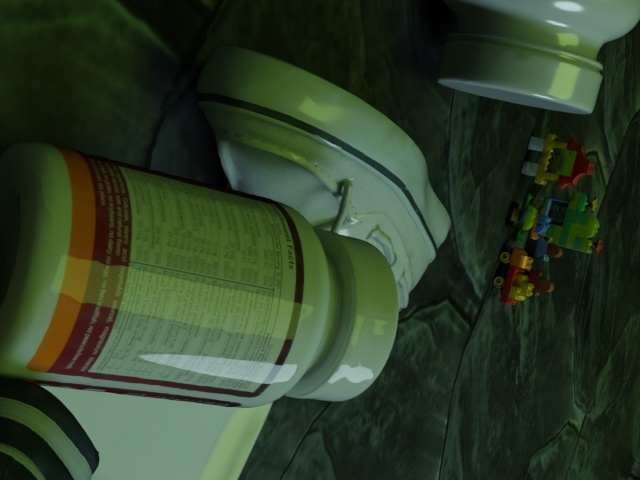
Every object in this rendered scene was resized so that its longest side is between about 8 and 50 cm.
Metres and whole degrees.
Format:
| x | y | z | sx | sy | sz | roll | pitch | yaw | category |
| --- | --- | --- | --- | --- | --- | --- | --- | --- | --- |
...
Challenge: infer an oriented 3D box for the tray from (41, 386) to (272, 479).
| x | y | z | sx | sy | sz | roll | pitch | yaw | category |
| --- | --- | --- | --- | --- | --- | --- | --- | --- | --- |
| -0.122 | 0.120 | 0.695 | 0.145 | 0.030 | 0.270 | -63 | 149 | -17 | tray |

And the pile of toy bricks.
| x | y | z | sx | sy | sz | roll | pitch | yaw | category |
| --- | --- | --- | --- | --- | --- | --- | --- | --- | --- |
| 0.295 | -0.015 | 1.264 | 0.118 | 0.105 | 0.212 | 11 | 94 | -61 | pile of toy bricks |

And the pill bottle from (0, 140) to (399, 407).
| x | y | z | sx | sy | sz | roll | pitch | yaw | category |
| --- | --- | --- | --- | --- | --- | --- | --- | --- | --- |
| -0.073 | 0.028 | 0.565 | 0.221 | 0.121 | 0.121 | 13 | 92 | -35 | pill bottle |

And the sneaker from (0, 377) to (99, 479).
| x | y | z | sx | sy | sz | roll | pitch | yaw | category |
| --- | --- | --- | --- | --- | --- | --- | --- | --- | --- |
| -0.188 | 0.188 | 0.519 | 0.153 | 0.099 | 0.282 | -86 | -159 | -50 | sneaker |

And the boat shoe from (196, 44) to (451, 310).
| x | y | z | sx | sy | sz | roll | pitch | yaw | category |
| --- | --- | --- | --- | --- | --- | --- | --- | --- | --- |
| -0.007 | -0.002 | 0.750 | 0.156 | 0.136 | 0.367 | -66 | 159 | -8 | boat shoe |

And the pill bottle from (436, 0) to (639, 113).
| x | y | z | sx | sy | sz | roll | pitch | yaw | category |
| --- | --- | --- | --- | --- | --- | --- | --- | --- | --- |
| 0.207 | -0.288 | 0.900 | 0.188 | 0.188 | 0.333 | 2 | 101 | -60 | pill bottle |
